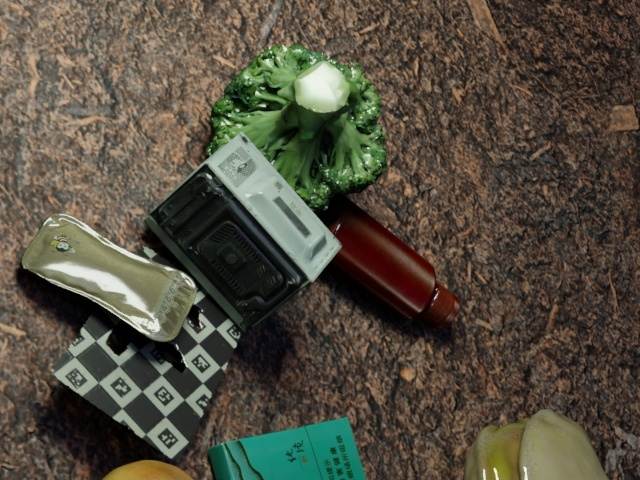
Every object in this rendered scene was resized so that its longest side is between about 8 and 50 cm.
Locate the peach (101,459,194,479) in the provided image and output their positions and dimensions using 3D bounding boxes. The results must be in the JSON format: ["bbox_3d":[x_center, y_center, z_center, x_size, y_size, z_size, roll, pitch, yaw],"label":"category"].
[{"bbox_3d":[-0.203,0.345,1.800,0.184,0.184,0.184,18,59,-34],"label":"peach"}]

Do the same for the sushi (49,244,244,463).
[{"bbox_3d":[-0.219,0.143,1.964,0.192,0.043,0.279,37,40,-10],"label":"sushi"}]

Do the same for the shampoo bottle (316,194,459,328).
[{"bbox_3d":[0.099,0.041,2.265,0.260,0.064,0.102,36,56,-30],"label":"shampoo bottle"}]

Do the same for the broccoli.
[{"bbox_3d":[-0.022,-0.155,2.136,0.270,0.270,0.270,4,73,-12],"label":"broccoli"}]

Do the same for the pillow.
[{"bbox_3d":[-0.264,0.045,1.950,0.217,0.033,0.130,28,41,-4],"label":"pillow"}]

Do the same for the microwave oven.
[{"bbox_3d":[-0.103,-0.010,2.046,0.208,0.162,0.122,48,34,-5],"label":"microwave oven"}]

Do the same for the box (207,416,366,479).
[{"bbox_3d":[-0.033,0.330,2.045,0.226,0.042,0.161,-5,73,-43],"label":"box"}]

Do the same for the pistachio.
[{"bbox_3d":[0.357,0.448,2.161,0.445,0.281,0.365,64,22,3],"label":"pistachio"}]
